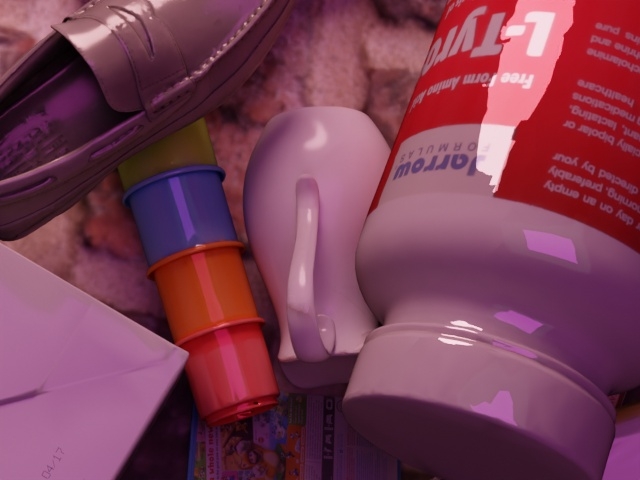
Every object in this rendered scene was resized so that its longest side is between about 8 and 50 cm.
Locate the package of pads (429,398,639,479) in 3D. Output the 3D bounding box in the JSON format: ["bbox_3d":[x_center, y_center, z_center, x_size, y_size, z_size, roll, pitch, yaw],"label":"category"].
[{"bbox_3d":[0.227,0.240,0.892,0.297,0.101,0.229,-19,79,-1],"label":"package of pads"}]

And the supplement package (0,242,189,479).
[{"bbox_3d":[-0.249,0.150,0.849,0.204,0.145,0.261,31,71,-1],"label":"supplement package"}]

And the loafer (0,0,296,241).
[{"bbox_3d":[-0.142,-0.120,0.864,0.319,0.111,0.112,-43,80,-1],"label":"loafer"}]

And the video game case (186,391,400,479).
[{"bbox_3d":[-0.020,0.176,0.942,0.166,0.015,0.119,6,64,-9],"label":"video game case"}]

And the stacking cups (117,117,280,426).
[{"bbox_3d":[-0.101,-0.015,0.951,0.096,0.096,0.316,-17,80,-14],"label":"stacking cups"}]

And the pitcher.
[{"bbox_3d":[0.000,0.000,0.920,0.126,0.178,0.207,-4,77,7],"label":"pitcher"}]

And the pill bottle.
[{"bbox_3d":[0.160,-0.037,0.857,0.229,0.229,0.407,23,67,-4],"label":"pill bottle"}]

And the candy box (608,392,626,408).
[{"bbox_3d":[0.164,0.079,0.993,0.187,0.053,0.109,26,72,-4],"label":"candy box"}]
